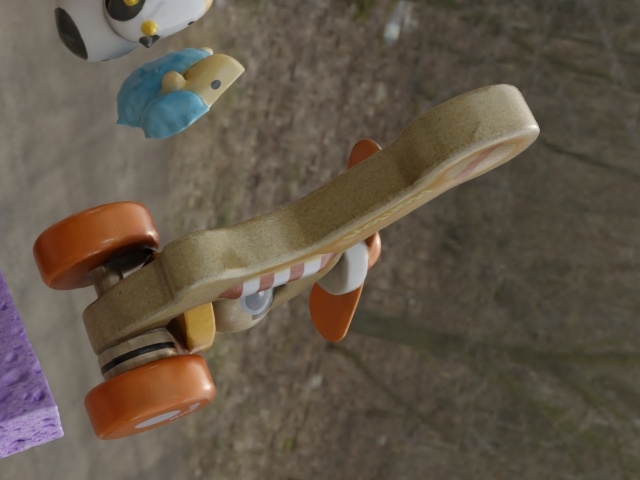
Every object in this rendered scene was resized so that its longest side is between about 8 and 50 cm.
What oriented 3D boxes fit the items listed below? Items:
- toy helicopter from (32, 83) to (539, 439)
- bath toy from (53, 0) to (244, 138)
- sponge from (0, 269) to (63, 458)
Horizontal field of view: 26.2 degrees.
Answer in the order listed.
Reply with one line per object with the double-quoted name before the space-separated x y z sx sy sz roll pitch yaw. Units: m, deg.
"toy helicopter" 0.000 0.000 0.900 0.235 0.355 0.140 -4 68 -53
"bath toy" -0.198 -0.247 1.085 0.348 0.151 0.129 57 30 -19
"sponge" -0.248 0.062 0.869 0.210 0.117 0.031 -124 -159 -44
